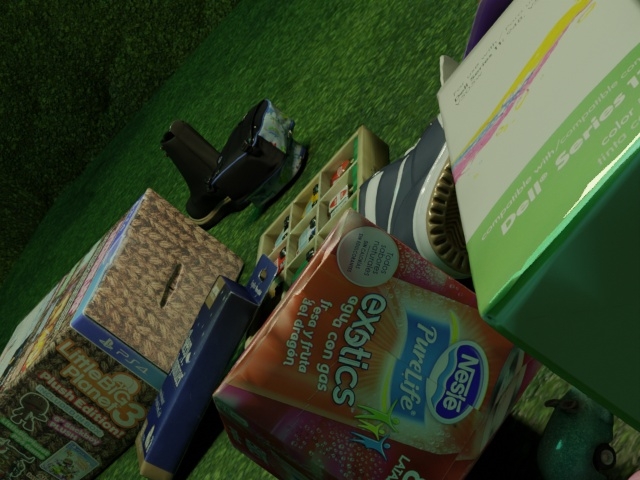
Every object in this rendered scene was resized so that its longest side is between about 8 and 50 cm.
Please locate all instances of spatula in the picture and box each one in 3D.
[{"bbox_3d":[0.114,-0.106,1.403,0.084,0.030,0.296,-14,-26,-30],"label":"spatula"}]

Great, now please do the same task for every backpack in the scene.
[{"bbox_3d":[-0.071,-0.102,2.027,0.105,0.084,0.114,-42,21,33],"label":"backpack"}]

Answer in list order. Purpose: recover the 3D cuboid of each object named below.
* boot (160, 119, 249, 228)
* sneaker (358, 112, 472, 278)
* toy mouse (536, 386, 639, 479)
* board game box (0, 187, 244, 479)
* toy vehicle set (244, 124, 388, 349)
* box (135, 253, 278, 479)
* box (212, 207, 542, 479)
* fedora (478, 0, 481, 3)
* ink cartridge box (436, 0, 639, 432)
[{"bbox_3d":[-0.162,-0.093,2.194,0.077,0.137,0.198,-58,14,-26],"label":"boot"},{"bbox_3d":[0.126,-0.082,1.303,0.282,0.099,0.153,-58,13,-23],"label":"sneaker"},{"bbox_3d":[0.140,0.108,0.823,0.143,0.031,0.161,-63,30,25],"label":"toy mouse"},{"bbox_3d":[-0.248,0.127,1.898,0.291,0.141,0.232,-42,16,35],"label":"board game box"},{"bbox_3d":[0.000,0.000,1.635,0.166,0.035,0.267,-47,14,18],"label":"toy vehicle set"},{"bbox_3d":[-0.110,0.112,1.608,0.225,0.036,0.136,-62,10,1],"label":"box"},{"bbox_3d":[0.029,0.089,0.952,0.122,0.128,0.257,-55,-6,-11],"label":"box"},{"bbox_3d":[0.190,-0.258,1.585,0.194,0.079,0.194,-49,13,15],"label":"fedora"},{"bbox_3d":[0.170,-0.022,0.760,0.119,0.207,0.353,-51,13,17],"label":"ink cartridge box"}]
